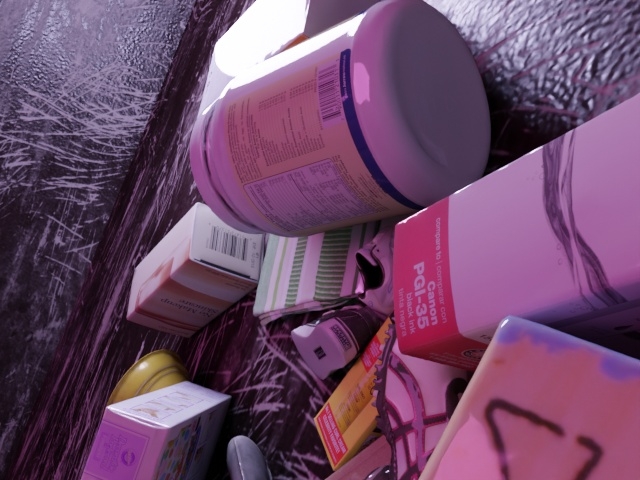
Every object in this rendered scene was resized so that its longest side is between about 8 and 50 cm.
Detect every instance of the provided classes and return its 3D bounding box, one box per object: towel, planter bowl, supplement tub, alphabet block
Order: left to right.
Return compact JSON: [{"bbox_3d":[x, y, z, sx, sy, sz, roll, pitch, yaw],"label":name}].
[{"bbox_3d":[-0.288,0.317,1.181,0.090,0.217,0.217,17,86,26],"label":"planter bowl"},{"bbox_3d":[0.000,0.000,1.004,0.325,0.038,0.247,-21,53,55],"label":"towel"},{"bbox_3d":[0.015,-0.130,0.796,0.325,0.235,0.235,-12,61,42],"label":"supplement tub"},{"bbox_3d":[0.166,0.188,0.359,0.192,0.193,0.197,21,74,44],"label":"alphabet block"}]

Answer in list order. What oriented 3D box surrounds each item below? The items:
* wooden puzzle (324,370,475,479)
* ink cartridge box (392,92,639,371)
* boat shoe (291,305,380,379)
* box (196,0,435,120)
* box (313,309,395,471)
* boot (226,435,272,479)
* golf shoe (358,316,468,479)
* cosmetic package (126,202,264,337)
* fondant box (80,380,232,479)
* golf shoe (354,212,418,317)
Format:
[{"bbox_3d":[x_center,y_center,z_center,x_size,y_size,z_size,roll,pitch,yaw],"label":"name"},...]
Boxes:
[{"bbox_3d":[0.110,0.323,0.575,0.348,0.081,0.322,-44,38,30],"label":"wooden puzzle"},{"bbox_3d":[0.219,0.015,0.444,0.283,0.207,0.117,-30,49,49],"label":"ink cartridge box"},{"bbox_3d":[0.021,0.131,0.843,0.077,0.070,0.219,59,160,2],"label":"boat shoe"},{"bbox_3d":[-0.019,-0.273,1.024,0.345,0.215,0.168,-19,56,55],"label":"box"},{"bbox_3d":[0.083,0.158,0.736,0.232,0.058,0.087,-57,32,21],"label":"box"},{"bbox_3d":[-0.075,0.375,0.835,0.208,0.076,0.189,-174,71,-72],"label":"boot"},{"bbox_3d":[0.104,0.167,0.542,0.120,0.105,0.272,5,79,39],"label":"golf shoe"},{"bbox_3d":[-0.249,0.069,1.259,0.296,0.153,0.129,-38,41,45],"label":"cosmetic package"},{"bbox_3d":[-0.248,0.351,0.960,0.330,0.096,0.238,53,-125,-82],"label":"fondant box"},{"bbox_3d":[0.084,0.011,0.803,0.069,0.086,0.176,-40,39,45],"label":"golf shoe"}]
